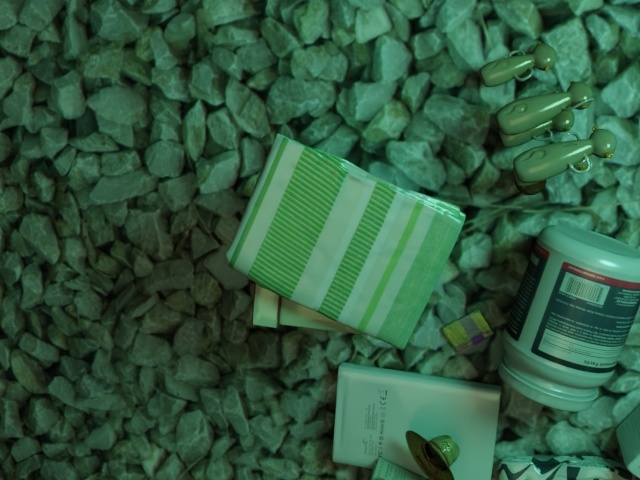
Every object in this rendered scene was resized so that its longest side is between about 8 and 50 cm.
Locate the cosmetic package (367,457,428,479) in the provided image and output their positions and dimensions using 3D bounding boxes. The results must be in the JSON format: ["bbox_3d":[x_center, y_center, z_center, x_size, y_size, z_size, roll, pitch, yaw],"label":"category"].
[{"bbox_3d":[0.206,0.554,1.486,0.296,0.129,0.153,22,111,7],"label":"cosmetic package"}]

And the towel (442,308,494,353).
[{"bbox_3d":[0.274,0.169,1.480,0.083,0.009,0.060,-33,91,18],"label":"towel"}]

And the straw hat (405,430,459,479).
[{"bbox_3d":[0.223,0.391,1.465,0.061,0.144,0.145,-32,93,-20],"label":"straw hat"}]

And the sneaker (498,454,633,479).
[{"bbox_3d":[0.445,0.475,1.440,0.234,0.094,0.153,-4,87,16],"label":"sneaker"}]

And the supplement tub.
[{"bbox_3d":[0.422,0.126,1.337,0.191,0.191,0.272,19,106,10],"label":"supplement tub"}]

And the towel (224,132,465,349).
[{"bbox_3d":[0.035,0.001,1.252,0.324,0.038,0.248,24,102,-4],"label":"towel"}]

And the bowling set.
[{"bbox_3d":[0.381,-0.176,1.319,0.154,0.200,0.287,-18,55,13],"label":"bowling set"}]

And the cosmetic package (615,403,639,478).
[{"bbox_3d":[0.629,0.336,1.348,0.151,0.151,0.184,36,108,4],"label":"cosmetic package"}]

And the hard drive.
[{"bbox_3d":[0.181,0.355,1.528,0.307,0.040,0.203,6,103,13],"label":"hard drive"}]

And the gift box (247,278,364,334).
[{"bbox_3d":[0.000,0.000,1.398,0.258,0.255,0.277,5,97,4],"label":"gift box"}]
